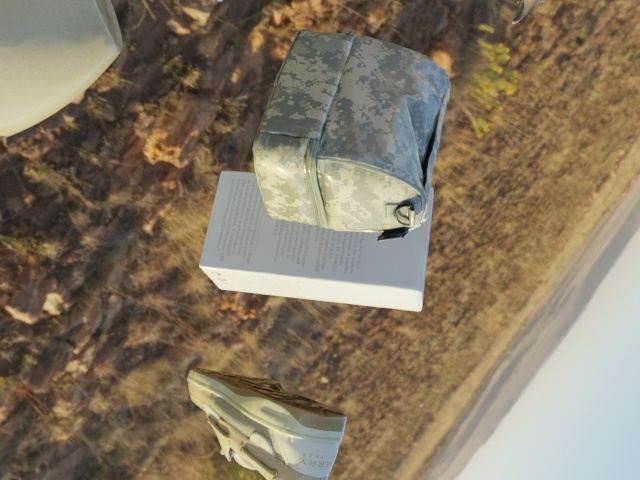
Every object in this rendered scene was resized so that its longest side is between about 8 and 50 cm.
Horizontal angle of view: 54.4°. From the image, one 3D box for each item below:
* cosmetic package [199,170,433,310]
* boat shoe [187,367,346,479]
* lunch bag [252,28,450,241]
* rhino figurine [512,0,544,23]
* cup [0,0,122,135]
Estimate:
[{"bbox_3d":[0.000,0.000,1.322,0.161,0.453,0.230,70,28,-67],"label":"cosmetic package"},{"bbox_3d":[-0.083,0.214,0.722,0.109,0.302,0.098,17,81,-33],"label":"boat shoe"},{"bbox_3d":[0.061,-0.163,0.973,0.212,0.256,0.305,77,26,-53],"label":"lunch bag"},{"bbox_3d":[0.246,-0.350,0.651,0.106,0.073,0.243,-17,134,-43],"label":"rhino figurine"},{"bbox_3d":[-0.476,-0.367,1.043,0.237,0.331,0.331,-17,153,-3],"label":"cup"}]
